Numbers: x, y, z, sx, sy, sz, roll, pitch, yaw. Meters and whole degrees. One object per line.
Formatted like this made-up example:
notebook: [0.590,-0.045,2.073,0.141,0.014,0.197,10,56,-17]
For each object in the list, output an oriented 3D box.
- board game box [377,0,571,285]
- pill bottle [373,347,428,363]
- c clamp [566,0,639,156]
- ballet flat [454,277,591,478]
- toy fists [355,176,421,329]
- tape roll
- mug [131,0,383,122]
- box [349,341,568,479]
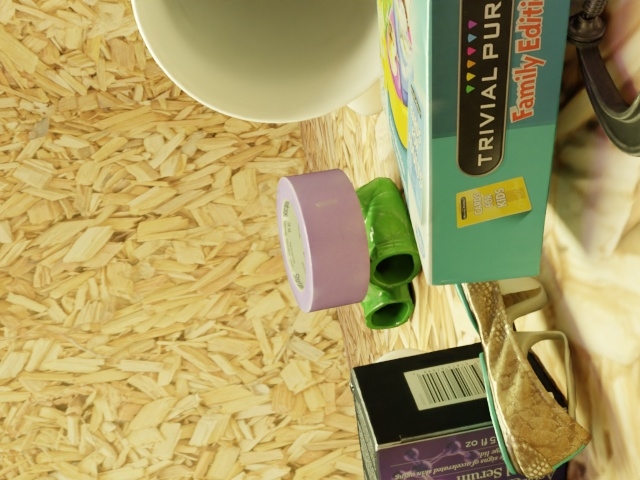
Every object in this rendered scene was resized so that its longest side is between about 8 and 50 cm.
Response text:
board game box: [0.084,-0.180,0.488,0.254,0.079,0.336,-96,-1,-52]
pill bottle: [0.113,0.236,1.000,0.216,0.121,0.121,86,173,-60]
c clamp: [0.148,-0.123,0.350,0.161,0.022,0.137,89,166,-56]
ballet flat: [0.143,0.068,0.555,0.073,0.067,0.206,47,-155,-56]
toy fists: [0.081,0.018,1.102,0.279,0.096,0.142,84,176,-60]
tape roll: [0.000,0.000,1.029,0.189,0.080,0.189,169,90,-77]
mug: [-0.026,-0.301,0.870,0.374,0.276,0.328,46,-158,-32]
box: [0.117,0.204,0.642,0.108,0.153,0.207,-109,9,-63]
